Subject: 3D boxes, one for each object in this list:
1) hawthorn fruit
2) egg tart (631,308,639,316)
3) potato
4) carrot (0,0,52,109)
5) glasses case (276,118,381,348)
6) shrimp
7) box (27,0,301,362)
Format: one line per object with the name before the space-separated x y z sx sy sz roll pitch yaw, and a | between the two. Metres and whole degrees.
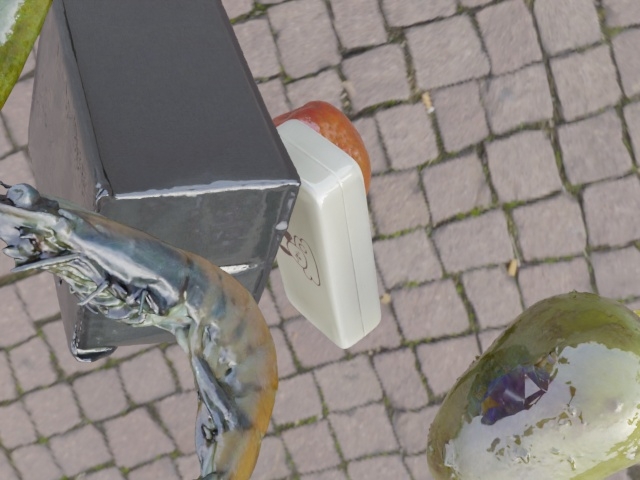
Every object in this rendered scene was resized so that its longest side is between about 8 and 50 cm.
hawthorn fruit | -0.011 -0.116 1.501 0.189 0.189 0.189 3 106 11
egg tart | 0.460 0.143 1.335 0.191 0.191 0.074 3 99 11
potato | 0.243 0.184 1.097 0.307 0.173 0.210 -42 51 20
carrot | -0.262 -0.157 0.786 0.074 0.074 0.358 28 87 3
glasses case | 0.000 0.000 1.249 0.131 0.070 0.312 39 155 33
shrimp | -0.123 0.075 0.612 0.051 0.198 0.262 -25 136 35
box | -0.188 -0.082 1.102 0.205 0.345 0.251 -3 138 -24
